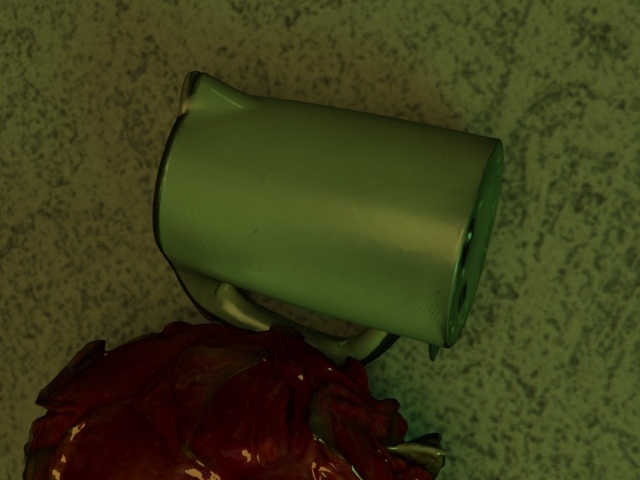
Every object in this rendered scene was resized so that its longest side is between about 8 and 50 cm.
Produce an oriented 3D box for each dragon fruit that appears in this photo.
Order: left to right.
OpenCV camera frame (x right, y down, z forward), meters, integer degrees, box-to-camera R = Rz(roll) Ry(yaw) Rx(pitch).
[{"bbox_3d":[-0.073,0.192,0.809,0.342,0.277,0.278,-6,88,9],"label":"dragon fruit"}]

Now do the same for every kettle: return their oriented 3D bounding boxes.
[{"bbox_3d":[0.000,0.000,0.865,0.255,0.165,0.240,13,121,13],"label":"kettle"}]
